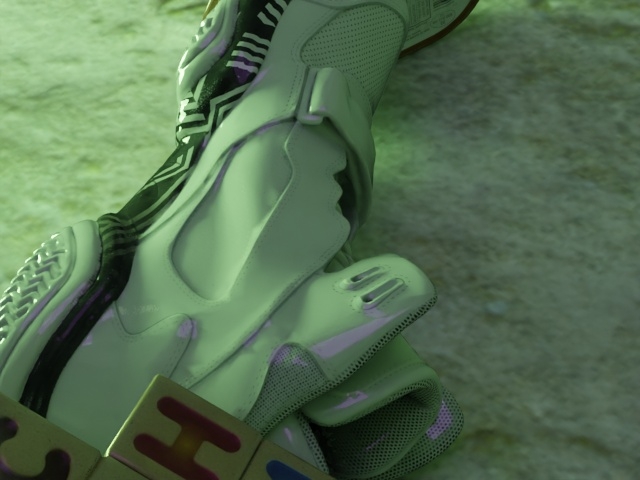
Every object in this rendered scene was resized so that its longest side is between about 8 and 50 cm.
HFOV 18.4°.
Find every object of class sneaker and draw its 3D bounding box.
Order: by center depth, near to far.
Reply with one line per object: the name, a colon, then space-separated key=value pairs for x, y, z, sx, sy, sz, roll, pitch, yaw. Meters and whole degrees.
sneaker: x=0.000 y=0.000 z=1.029 sx=0.210 sy=0.137 sz=0.366 roll=20 pitch=58 yaw=26

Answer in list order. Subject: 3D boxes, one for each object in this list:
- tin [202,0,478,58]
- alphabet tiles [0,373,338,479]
tin: x=0.019 y=-0.145 z=1.182 sx=0.189 sy=0.106 sz=0.040 roll=-26 pitch=48 yaw=-14
alphabet tiles: x=-0.025 y=0.201 z=0.793 sx=0.342 sy=0.011 sz=0.285 roll=30 pitch=42 yaw=1
